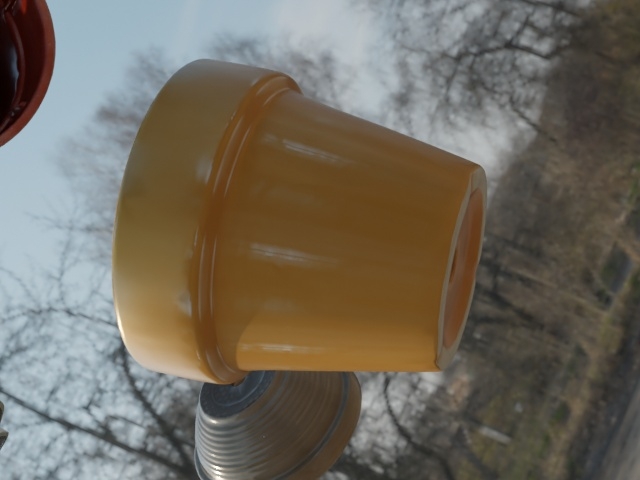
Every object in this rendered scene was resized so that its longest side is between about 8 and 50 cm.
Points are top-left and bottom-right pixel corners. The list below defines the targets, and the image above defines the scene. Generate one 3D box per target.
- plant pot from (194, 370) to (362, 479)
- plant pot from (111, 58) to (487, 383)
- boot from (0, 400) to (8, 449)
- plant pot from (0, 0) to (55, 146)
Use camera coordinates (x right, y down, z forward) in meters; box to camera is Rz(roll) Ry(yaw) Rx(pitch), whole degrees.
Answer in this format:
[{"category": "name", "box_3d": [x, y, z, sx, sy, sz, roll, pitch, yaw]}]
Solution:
[{"category": "plant pot", "box_3d": [-0.075, 0.208, 1.391, 0.110, 0.237, 0.237, 54, -131, -32]}, {"category": "plant pot", "box_3d": [0.000, 0.000, 0.692, 0.205, 0.187, 0.205, 10, -90, -74]}, {"category": "boot", "box_3d": [-0.361, 0.139, 0.928, 0.088, 0.176, 0.244, -60, 4, -21]}, {"category": "plant pot", "box_3d": [-0.444, -0.172, 1.154, 0.265, 0.272, 0.272, -24, 35, 61]}]
